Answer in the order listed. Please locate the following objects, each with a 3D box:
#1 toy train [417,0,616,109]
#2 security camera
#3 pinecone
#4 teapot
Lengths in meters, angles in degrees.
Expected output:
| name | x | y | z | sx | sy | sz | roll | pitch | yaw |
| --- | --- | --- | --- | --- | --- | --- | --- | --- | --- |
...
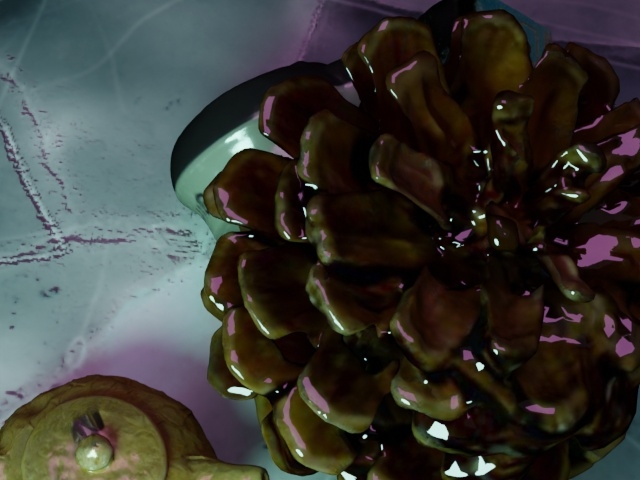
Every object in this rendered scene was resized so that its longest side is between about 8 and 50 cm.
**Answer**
| name | x | y | z | sx | sy | sz | roll | pitch | yaw |
| --- | --- | --- | --- | --- | --- | --- | --- | --- | --- |
| toy train | 0.171 | -0.070 | 1.716 | 0.194 | 0.120 | 0.298 | 25 | 53 | -36 |
| security camera | 0.000 | 0.000 | 1.684 | 0.191 | 0.197 | 0.277 | -24 | 74 | -18 |
| pinecone | 0.103 | 0.003 | 1.438 | 0.397 | 0.398 | 0.398 | 2 | 61 | -3 |
| teapot | -0.198 | 0.201 | 1.559 | 0.311 | 0.167 | 0.203 | 3 | 61 | -2 |
